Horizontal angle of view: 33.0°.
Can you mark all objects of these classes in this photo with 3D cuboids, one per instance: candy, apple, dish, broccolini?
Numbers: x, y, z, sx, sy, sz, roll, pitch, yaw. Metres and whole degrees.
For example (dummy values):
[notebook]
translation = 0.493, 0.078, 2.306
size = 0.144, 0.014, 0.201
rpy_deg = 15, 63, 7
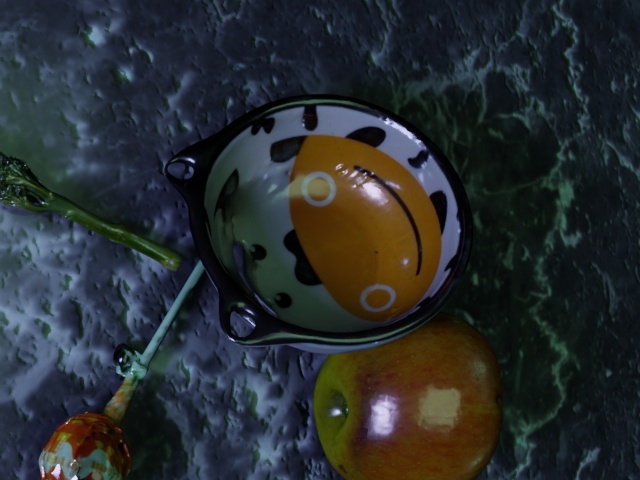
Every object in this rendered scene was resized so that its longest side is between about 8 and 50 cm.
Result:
[candy]
translation = -0.171, 0.124, 1.023
size = 0.078, 0.084, 0.288
rpy_deg = 38, 63, -20
[apple]
translation = 0.087, 0.167, 1.100
size = 0.196, 0.196, 0.196
rpy_deg = 1, 88, -31
[dish]
translation = 0.000, 0.000, 1.064
size = 0.303, 0.120, 0.303
rpy_deg = 4, 61, -8
[broccolini]
translation = -0.232, -0.025, 1.002
size = 0.239, 0.054, 0.051
rpy_deg = 30, 109, -29
